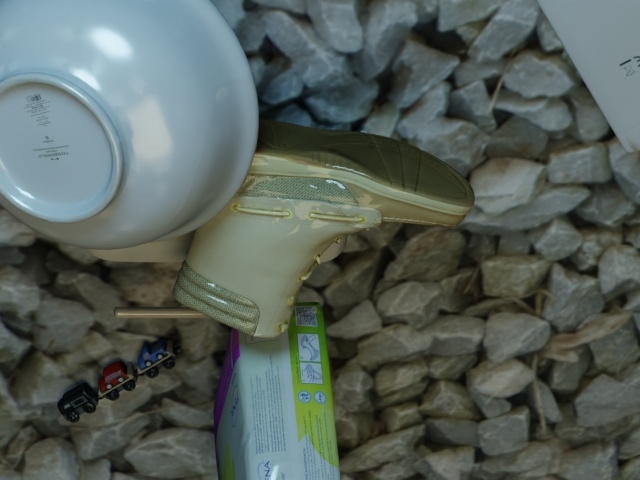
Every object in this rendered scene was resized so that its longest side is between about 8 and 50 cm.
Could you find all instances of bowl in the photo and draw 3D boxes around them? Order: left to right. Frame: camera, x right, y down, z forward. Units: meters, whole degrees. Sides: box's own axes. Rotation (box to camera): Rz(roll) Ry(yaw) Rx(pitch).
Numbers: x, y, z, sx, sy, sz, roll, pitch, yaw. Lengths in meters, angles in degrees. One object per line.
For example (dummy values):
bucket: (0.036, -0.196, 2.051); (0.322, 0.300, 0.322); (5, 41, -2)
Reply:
bowl: (-0.213, -0.105, 1.762); (0.298, 0.134, 0.298); (9, 119, 17)

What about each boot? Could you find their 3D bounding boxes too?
boot: (0.000, 0.000, 1.889); (0.262, 0.095, 0.203); (9, 119, -10)

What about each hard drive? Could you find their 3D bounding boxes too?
hard drive: (0.325, -0.257, 1.882); (0.233, 0.047, 0.353); (-27, 131, 13)

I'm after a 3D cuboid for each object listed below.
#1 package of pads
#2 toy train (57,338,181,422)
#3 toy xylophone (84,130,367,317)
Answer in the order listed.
package of pads: (-0.050, 0.228, 2.057); (0.101, 0.229, 0.296); (-2, 152, -9)
toy train: (-0.220, 0.149, 2.150); (0.158, 0.027, 0.036); (-30, 119, 16)
toy xylophone: (-0.108, -0.024, 1.978); (0.322, 0.081, 0.236); (7, 129, -17)
